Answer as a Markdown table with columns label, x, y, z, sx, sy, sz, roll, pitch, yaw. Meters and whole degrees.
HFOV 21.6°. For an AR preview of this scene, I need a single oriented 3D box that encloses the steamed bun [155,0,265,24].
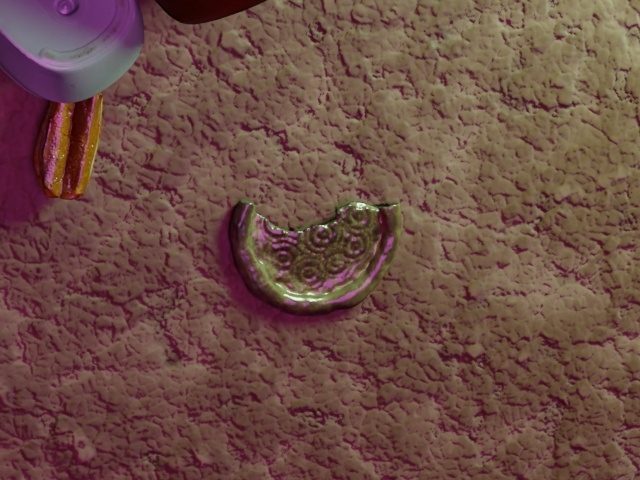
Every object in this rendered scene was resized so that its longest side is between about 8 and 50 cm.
| label | x | y | z | sx | sy | sz | roll | pitch | yaw |
| --- | --- | --- | --- | --- | --- | --- | --- | --- | --- |
| steamed bun | -0.036 | -0.380 | 1.558 | 0.379 | 0.248 | 0.235 | -41 | 116 | -3 |

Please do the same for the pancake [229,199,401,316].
| label | x | y | z | sx | sy | sz | roll | pitch | yaw |
| --- | --- | --- | --- | --- | --- | --- | --- | --- | --- |
| pancake | 0.000 | 0.000 | 1.827 | 0.190 | 0.020 | 0.184 | -35 | 114 | -4 |

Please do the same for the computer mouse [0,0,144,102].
| label | x | y | z | sx | sy | sz | roll | pitch | yaw |
| --- | --- | --- | --- | --- | --- | --- | --- | --- | --- |
| computer mouse | -0.288 | -0.263 | 1.594 | 0.159 | 0.097 | 0.288 | -41 | 96 | -18 |

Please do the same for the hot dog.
| label | x | y | z | sx | sy | sz | roll | pitch | yaw |
| --- | --- | --- | --- | --- | --- | --- | --- | --- | --- |
| hot dog | -0.254 | -0.112 | 1.694 | 0.062 | 0.038 | 0.144 | 7 | 104 | -18 |
